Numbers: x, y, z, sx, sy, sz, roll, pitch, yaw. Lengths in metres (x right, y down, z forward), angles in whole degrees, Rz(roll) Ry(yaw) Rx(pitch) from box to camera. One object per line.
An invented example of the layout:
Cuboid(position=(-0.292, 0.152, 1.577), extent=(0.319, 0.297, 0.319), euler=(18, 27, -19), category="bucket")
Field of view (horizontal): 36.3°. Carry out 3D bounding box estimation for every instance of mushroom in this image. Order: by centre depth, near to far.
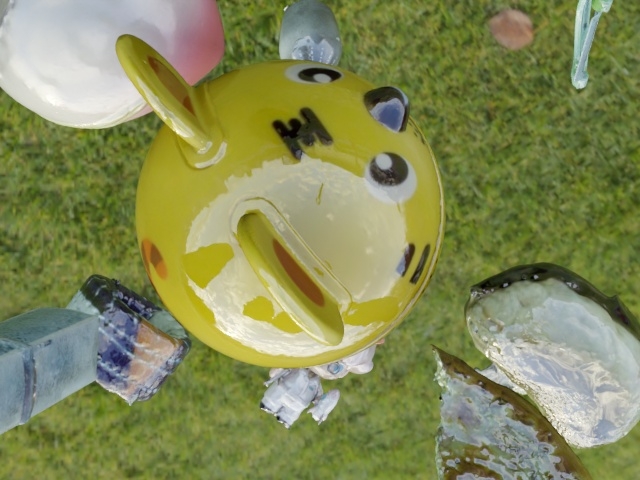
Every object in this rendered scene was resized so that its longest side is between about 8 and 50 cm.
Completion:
Cuboid(position=(0.350, 0.186, 1.410), extent=(0.247, 0.130, 0.344), euler=(-24, 118, 18), category="mushroom")

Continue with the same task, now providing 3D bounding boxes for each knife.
Cuboid(position=(0.160, -0.166, 0.527), extent=(0.023, 0.166, 0.078), euler=(20, 155, 7), category="knife")

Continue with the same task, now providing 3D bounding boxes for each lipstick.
Cuboid(position=(-0.287, 0.122, 0.811), extent=(0.077, 0.290, 0.076), euler=(9, 100, 16), category="lipstick")

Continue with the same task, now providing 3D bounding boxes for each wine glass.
Cuboid(position=(-0.018, -0.338, 1.865), extent=(0.126, 0.241, 0.126), euler=(-4, 154, -2), category="wine glass")

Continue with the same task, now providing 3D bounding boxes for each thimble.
Cuboid(position=(-0.349, 0.172, 1.733), extent=(0.237, 0.237, 0.150), euler=(37, 91, -39), category="thimble")

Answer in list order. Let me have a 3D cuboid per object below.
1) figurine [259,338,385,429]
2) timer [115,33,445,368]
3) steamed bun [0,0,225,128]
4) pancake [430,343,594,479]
Cuboid(position=(0.007, 0.152, 1.329), extent=(0.137, 0.112, 0.229), euler=(39, 89, -15), category="figurine")
Cuboid(position=(-0.042, -0.037, 1.030), extent=(0.376, 0.376, 0.387), euler=(-29, 161, 11), category="timer")
Cuboid(position=(-0.259, -0.281, 1.245), extent=(0.309, 0.309, 0.309), euler=(-9, 134, -9), category="steamed bun")
Cuboid(position=(0.207, 0.272, 1.006), extent=(0.197, 0.376, 0.054), euler=(-25, 160, -27), category="pancake")
